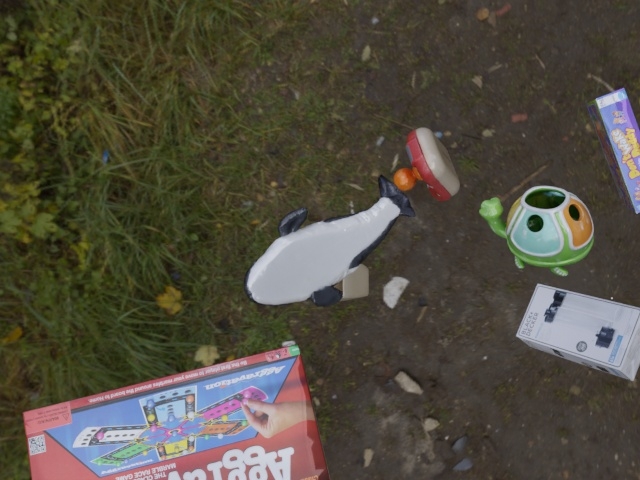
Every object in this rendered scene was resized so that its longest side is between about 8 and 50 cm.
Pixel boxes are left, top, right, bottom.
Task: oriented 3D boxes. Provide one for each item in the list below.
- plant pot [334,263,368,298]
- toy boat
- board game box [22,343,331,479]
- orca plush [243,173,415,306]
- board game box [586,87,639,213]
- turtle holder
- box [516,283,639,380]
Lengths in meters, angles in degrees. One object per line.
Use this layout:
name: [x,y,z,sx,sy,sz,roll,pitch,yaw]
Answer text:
plant pot: [0.062,0.103,1.414,0.109,0.096,0.109,-20,64,52]
toy boat: [0.260,-0.177,1.448,0.151,0.231,0.151,-25,62,22]
board game box: [-0.141,0.207,0.553,0.281,0.027,0.145,-14,79,-2]
orca plush: [0.000,0.000,0.871,0.287,0.102,0.151,-46,106,-12]
board game box: [0.901,-0.267,1.666,0.078,0.233,0.347,-20,92,21]
turtle holder: [0.692,-0.063,1.764,0.243,0.227,0.320,-31,39,-6]
box: [0.680,0.231,1.459,0.290,0.087,0.169,16,77,53]
